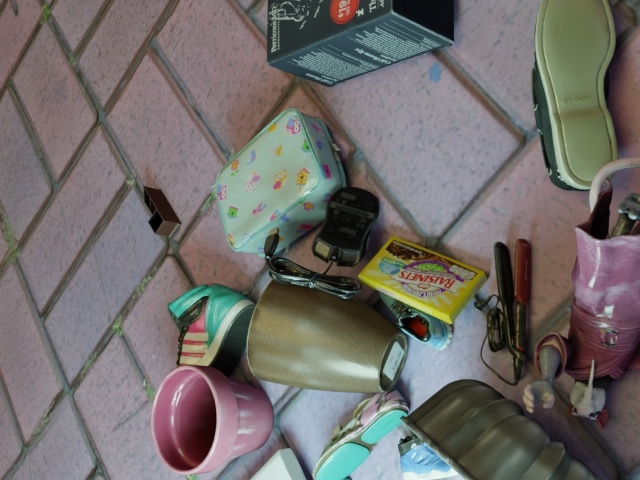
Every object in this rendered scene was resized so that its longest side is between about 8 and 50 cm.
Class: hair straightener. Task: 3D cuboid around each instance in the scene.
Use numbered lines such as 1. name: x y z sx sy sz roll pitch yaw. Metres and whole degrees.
1. hair straightener: 0.291 0.114 1.365 0.089 0.047 0.230 -6 82 41

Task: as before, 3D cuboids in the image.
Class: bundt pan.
1. bundt pan: 0.270 0.314 1.176 0.124 0.331 0.331 -48 50 -6

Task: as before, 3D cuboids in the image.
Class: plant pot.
1. plant pot: -0.197 0.345 1.655 0.201 0.180 0.201 -10 74 40
2. plant pot: 0.028 0.177 1.494 0.230 0.215 0.215 16 92 28

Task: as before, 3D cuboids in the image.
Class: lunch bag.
1. lunch bag: -0.080 -0.117 1.690 0.279 0.108 0.224 -37 54 29

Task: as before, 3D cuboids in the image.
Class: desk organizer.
1. desk organizer: -0.377 -0.067 1.983 0.047 0.050 0.130 -52 52 21

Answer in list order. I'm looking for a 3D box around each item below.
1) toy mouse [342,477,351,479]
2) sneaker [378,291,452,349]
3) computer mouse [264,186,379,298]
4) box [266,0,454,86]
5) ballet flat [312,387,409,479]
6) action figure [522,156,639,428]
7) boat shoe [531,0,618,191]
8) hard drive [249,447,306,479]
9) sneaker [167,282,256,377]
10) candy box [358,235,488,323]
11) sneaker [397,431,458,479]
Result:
1. toy mouse: 0.026 0.481 1.530 0.143 0.031 0.161 15 92 42
2. sneaker: 0.153 0.120 1.459 0.162 0.073 0.063 42 110 38
3. computer mouse: 0.000 0.000 1.532 0.060 0.184 0.262 98 -174 -48
4. box: 0.067 -0.498 1.575 0.312 0.179 0.343 -11 74 45
5. ballet flat: 0.066 0.338 1.504 0.221 0.077 0.079 -47 33 17
6. action figure: 0.385 0.095 1.181 0.275 0.248 0.370 -97 13 -60
7. boat shoe: 0.379 -0.236 1.307 0.113 0.127 0.340 126 138 -79
8. hard drive: -0.108 0.561 1.606 0.307 0.040 0.203 -50 53 30
9. sneaker: -0.263 0.208 1.776 0.178 0.124 0.295 39 101 34
10. candy box: 0.170 0.063 1.452 0.206 0.027 0.105 23 64 42
11. sneaker: 0.188 0.342 1.395 0.152 0.058 0.084 -25 74 43
